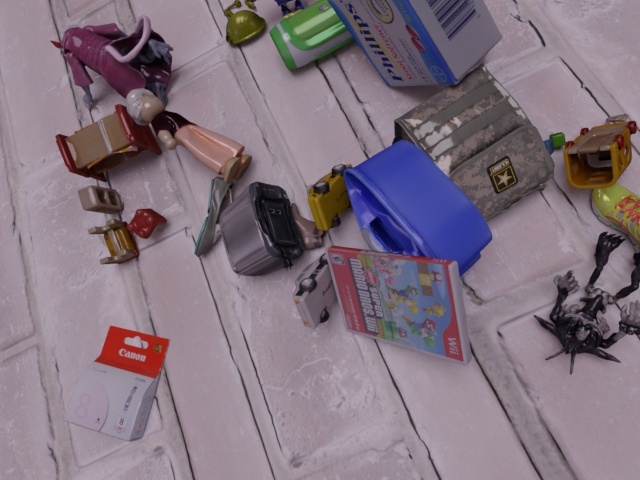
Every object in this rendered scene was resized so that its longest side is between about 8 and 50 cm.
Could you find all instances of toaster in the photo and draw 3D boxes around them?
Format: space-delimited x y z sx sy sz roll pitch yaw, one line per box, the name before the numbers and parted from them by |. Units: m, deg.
toaster | -0.137 -0.012 1.019 0.146 0.129 0.226 -31 70 33

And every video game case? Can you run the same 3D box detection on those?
video game case | 0.140 0.116 0.850 0.285 0.203 0.025 6 29 44

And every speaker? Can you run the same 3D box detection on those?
speaker | 0.020 -0.572 1.167 0.297 0.131 0.131 -27 69 5

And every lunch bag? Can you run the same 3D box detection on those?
lunch bag | 0.327 -0.184 0.953 0.235 0.169 0.287 -32 76 -1

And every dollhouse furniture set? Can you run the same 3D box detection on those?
dollhouse furniture set | -0.521 -0.144 1.185 0.201 0.152 0.373 -22 87 6

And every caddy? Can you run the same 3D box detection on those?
caddy | 0.177 -0.032 0.904 0.179 0.241 0.341 -35 69 -5

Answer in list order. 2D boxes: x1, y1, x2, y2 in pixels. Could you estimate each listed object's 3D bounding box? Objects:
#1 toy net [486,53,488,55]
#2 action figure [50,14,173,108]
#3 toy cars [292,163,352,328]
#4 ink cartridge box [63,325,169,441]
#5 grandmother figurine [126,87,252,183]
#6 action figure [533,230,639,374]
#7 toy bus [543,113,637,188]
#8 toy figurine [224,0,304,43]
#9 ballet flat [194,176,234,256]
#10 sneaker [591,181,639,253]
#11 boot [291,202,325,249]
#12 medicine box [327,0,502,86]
toy net | 0.347 -0.535 1.119 0.122 0.045 0.232 -37 70 -1
action figure | -0.613 -0.507 1.243 0.370 0.276 0.248 22 86 5
toy cars | 0.000 0.000 0.982 0.087 0.176 0.393 -2 72 32
ink cartridge box | -0.485 0.334 1.058 0.189 0.066 0.232 8 80 17
grandmother figurine | -0.343 -0.276 1.131 0.343 0.208 0.104 33 102 2
action figure | 0.515 0.113 0.825 0.164 0.141 0.275 29 81 31
toy bus | 0.581 -0.176 0.910 0.202 0.191 0.104 -16 108 6
toy figurine | -0.140 -0.717 1.203 0.363 0.217 0.191 -18 70 8
ballet flat | -0.262 -0.057 1.115 0.068 0.072 0.213 13 78 -13
sneaker | 0.629 -0.044 0.868 0.081 0.094 0.208 -36 67 3
boot | -0.031 -0.034 1.065 0.087 0.042 0.118 0 75 8
medicine box | 0.193 -0.486 0.961 0.149 0.263 0.289 -47 27 -3
